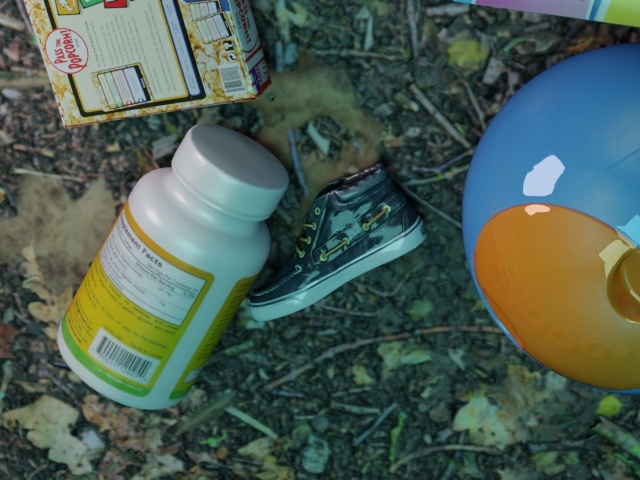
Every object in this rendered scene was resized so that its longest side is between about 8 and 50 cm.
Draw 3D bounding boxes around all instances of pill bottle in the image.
[{"bbox_3d":[-0.129,0.021,1.638,0.136,0.136,0.245,29,114,-4],"label":"pill bottle"}]

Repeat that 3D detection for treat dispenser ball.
[{"bbox_3d":[0.259,-0.018,1.478,0.288,0.288,0.288,3,113,8],"label":"treat dispenser ball"}]

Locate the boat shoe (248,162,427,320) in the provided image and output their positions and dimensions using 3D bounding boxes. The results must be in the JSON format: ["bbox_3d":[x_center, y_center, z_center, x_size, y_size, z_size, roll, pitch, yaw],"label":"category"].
[{"bbox_3d":[0.000,0.000,1.653,0.183,0.065,0.083,-29,105,12],"label":"boat shoe"}]

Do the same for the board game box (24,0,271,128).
[{"bbox_3d":[-0.155,-0.184,1.588,0.193,0.045,0.146,-6,113,21],"label":"board game box"}]

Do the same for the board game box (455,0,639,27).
[{"bbox_3d":[0.271,-0.224,1.413,0.317,0.242,0.064,9,113,5],"label":"board game box"}]
